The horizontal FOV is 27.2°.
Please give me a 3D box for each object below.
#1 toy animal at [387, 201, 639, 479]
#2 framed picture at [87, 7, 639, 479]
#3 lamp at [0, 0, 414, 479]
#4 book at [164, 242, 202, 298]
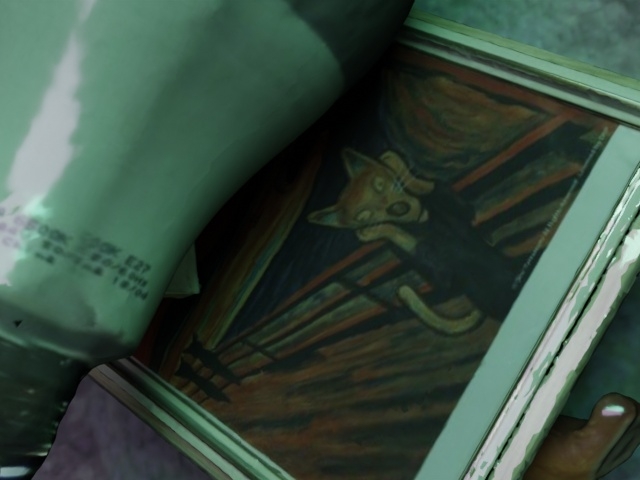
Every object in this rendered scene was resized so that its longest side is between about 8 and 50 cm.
[{"bbox_3d":[0.022,0.096,0.546,0.312,0.097,0.157,-48,57,8],"label":"toy animal"},{"bbox_3d":[0.000,0.000,0.539,0.273,0.016,0.216,28,88,45],"label":"framed picture"},{"bbox_3d":[-0.082,-0.076,0.478,0.182,0.182,0.314,24,64,21],"label":"lamp"},{"bbox_3d":[-0.159,-0.110,0.571,0.201,0.026,0.289,1,67,-23],"label":"book"}]
